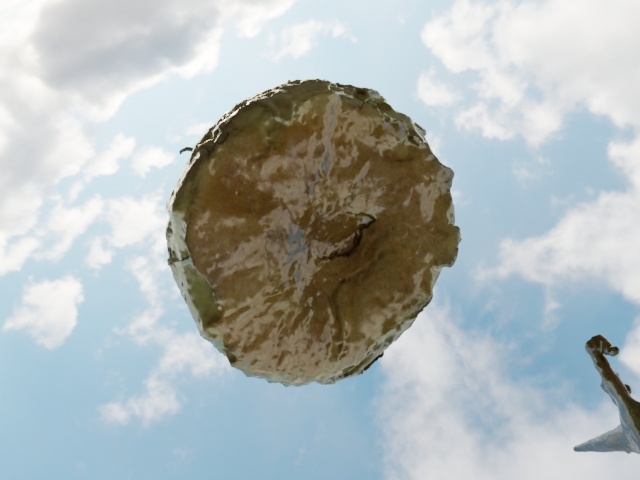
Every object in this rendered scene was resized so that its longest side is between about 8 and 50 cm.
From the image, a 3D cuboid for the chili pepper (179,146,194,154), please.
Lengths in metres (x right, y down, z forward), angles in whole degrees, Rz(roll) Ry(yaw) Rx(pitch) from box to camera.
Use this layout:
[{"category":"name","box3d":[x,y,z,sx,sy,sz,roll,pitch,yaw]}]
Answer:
[{"category":"chili pepper","box3d":[-0.132,-0.121,0.765,0.059,0.191,0.050,-62,-157,23]}]

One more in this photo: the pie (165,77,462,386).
[{"category":"pie","box3d":[0.000,0.000,0.501,0.339,0.339,0.083,-34,-158,-7]}]

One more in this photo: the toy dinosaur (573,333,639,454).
[{"category":"toy dinosaur","box3d":[0.238,0.147,0.339,0.039,0.162,0.126,-9,-153,-6]}]
